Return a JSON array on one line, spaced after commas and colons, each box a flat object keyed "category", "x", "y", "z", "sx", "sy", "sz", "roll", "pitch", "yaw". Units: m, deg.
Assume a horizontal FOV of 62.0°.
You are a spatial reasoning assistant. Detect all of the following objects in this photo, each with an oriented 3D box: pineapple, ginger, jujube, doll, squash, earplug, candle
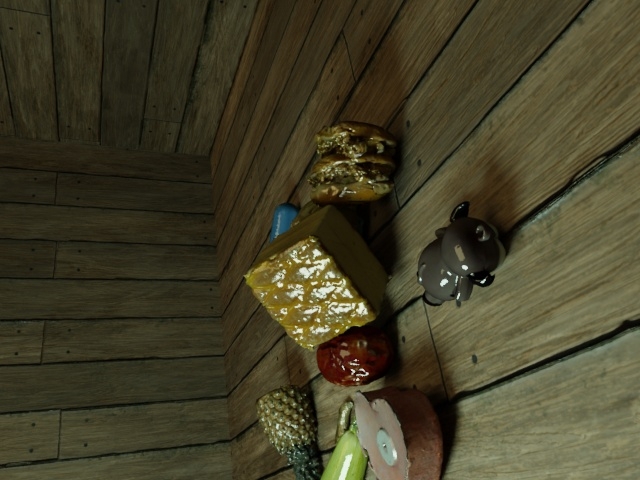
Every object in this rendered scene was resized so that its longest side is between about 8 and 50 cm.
[{"category": "pineapple", "x": -0.095, "y": 0.686, "z": 1.838, "sx": 0.202, "sy": 0.202, "sz": 0.362, "roll": -61, "pitch": 42, "yaw": 47}, {"category": "ginger", "x": 0.072, "y": 0.556, "z": 1.632, "sx": 0.057, "sy": 0.044, "sz": 0.137, "roll": 20, "pitch": -102, "yaw": -83}, {"category": "jujube", "x": 0.089, "y": 0.311, "z": 1.443, "sx": 0.250, "sy": 0.174, "sz": 0.174, "roll": 148, "pitch": 121, "yaw": -64}, {"category": "doll", "x": 0.279, "y": 0.044, "z": 1.086, "sx": 0.257, "sy": 0.117, "sz": 0.182, "roll": 123, "pitch": 141, "yaw": -52}, {"category": "squash", "x": 0.077, "y": 0.624, "z": 1.507, "sx": 0.137, "sy": 0.137, "sz": 0.287, "roll": -131, "pitch": 50, "yaw": -58}, {"category": "earplug", "x": -0.139, "y": -0.013, "z": 2.090, "sx": 0.132, "sy": 0.132, "sz": 0.273, "roll": 176, "pitch": 99, "yaw": -67}, {"category": "candle", "x": 0.195, "y": 0.483, "z": 1.244, "sx": 0.317, "sy": 0.131, "sz": 0.287, "roll": 130, "pitch": 131, "yaw": -70}]

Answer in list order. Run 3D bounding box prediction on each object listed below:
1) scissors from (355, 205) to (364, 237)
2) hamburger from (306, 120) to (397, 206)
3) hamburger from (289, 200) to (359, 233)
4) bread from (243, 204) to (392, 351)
[{"category": "scissors", "x": 0.049, "y": -0.001, "z": 1.745, "sx": 0.360, "sy": 0.029, "sz": 0.191, "roll": -55, "pitch": 41, "yaw": 48}, {"category": "hamburger", "x": 0.081, "y": -0.197, "z": 1.436, "sx": 0.260, "sy": 0.245, "sz": 0.211, "roll": -3, "pitch": 87, "yaw": 27}, {"category": "hamburger", "x": 0.000, "y": 0.000, "z": 1.586, "sx": 0.132, "sy": 0.211, "sz": 0.309, "roll": -139, "pitch": 50, "yaw": -61}, {"category": "bread", "x": -0.007, "y": 0.097, "z": 1.406, "sx": 0.279, "sy": 0.279, "sz": 0.207, "roll": -33, "pitch": 16, "yaw": 33}]
